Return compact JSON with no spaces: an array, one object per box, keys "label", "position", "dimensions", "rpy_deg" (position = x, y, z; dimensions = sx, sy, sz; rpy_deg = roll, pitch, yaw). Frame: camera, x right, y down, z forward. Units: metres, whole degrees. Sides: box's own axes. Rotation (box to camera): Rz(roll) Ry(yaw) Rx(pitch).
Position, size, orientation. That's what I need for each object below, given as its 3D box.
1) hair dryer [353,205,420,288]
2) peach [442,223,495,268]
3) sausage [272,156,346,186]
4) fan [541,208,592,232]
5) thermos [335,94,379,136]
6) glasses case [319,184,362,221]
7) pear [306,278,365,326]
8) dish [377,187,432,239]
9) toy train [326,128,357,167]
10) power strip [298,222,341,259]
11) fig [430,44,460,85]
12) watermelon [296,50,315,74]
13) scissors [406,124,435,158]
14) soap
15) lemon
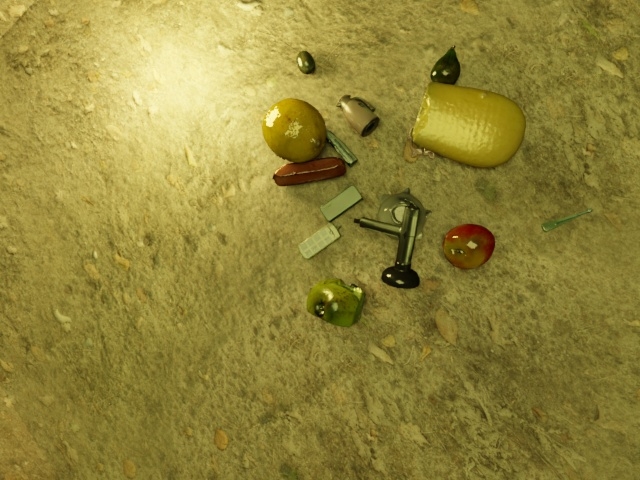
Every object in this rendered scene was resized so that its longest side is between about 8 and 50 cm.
[{"label":"hair dryer","position":[0.286,0.011,1.682],"dimensions":[0.284,0.155,0.320],"rpy_deg":[13,106,52]},{"label":"peach","position":[0.594,0.020,1.633],"dimensions":[0.190,0.192,0.190],"rpy_deg":[14,110,44]},{"label":"sausage","position":[-0.050,-0.303,1.790],"dimensions":[0.330,0.102,0.102],"rpy_deg":[-7,85,11]},{"label":"fan","position":[0.975,-0.085,1.613],"dimensions":[0.193,0.016,0.038],"rpy_deg":[-23,80,9]},{"label":"thermos","position":[0.166,-0.559,1.771],"dimensions":[0.137,0.105,0.193],"rpy_deg":[-36,72,-19]},{"label":"glasses case","position":[0.090,-0.160,1.780],"dimensions":[0.184,0.039,0.078],"rpy_deg":[-35,81,7]},{"label":"pear","position":[0.045,0.243,1.657],"dimensions":[0.238,0.255,0.164],"rpy_deg":[18,91,17]},{"label":"dish","position":[0.344,-0.115,1.704],"dimensions":[0.236,0.086,0.228],"rpy_deg":[25,91,11]},{"label":"toy train","position":[0.068,-0.432,1.795],"dimensions":[0.048,0.055,0.252],"rpy_deg":[-40,81,6]},{"label":"power strip","position":[0.000,0.000,1.792],"dimensions":[0.227,0.029,0.080],"rpy_deg":[-36,80,7]},{"label":"fig","position":[0.533,-0.727,1.704],"dimensions":[0.117,0.117,0.178],"rpy_deg":[18,77,12]},{"label":"watermelon","position":[-0.068,-0.803,1.836],"dimensions":[0.078,0.078,0.111],"rpy_deg":[-23,81,9]},{"label":"scissors","position":[0.456,-0.507,1.740],"dimensions":[0.160,0.024,0.318],"rpy_deg":[8,88,13]},{"label":"soap","position":[0.606,-0.468,1.660],"dimensions":[0.427,0.115,0.306],"rpy_deg":[20,89,8]},{"label":"lemon","position":[-0.106,-0.460,1.722],"dimensions":[0.310,0.258,0.258],"rpy_deg":[38,94,32]}]
